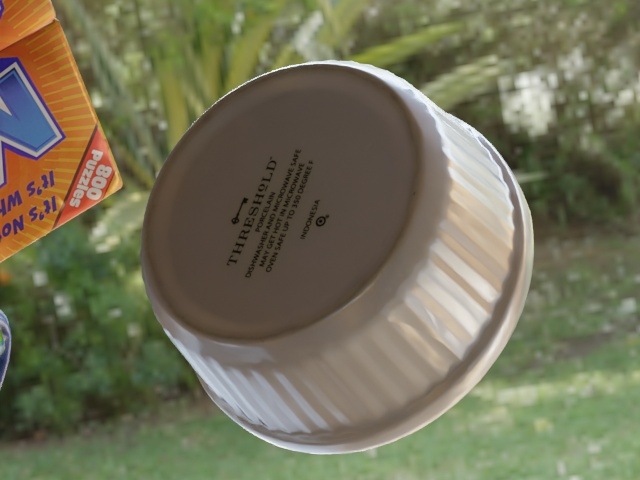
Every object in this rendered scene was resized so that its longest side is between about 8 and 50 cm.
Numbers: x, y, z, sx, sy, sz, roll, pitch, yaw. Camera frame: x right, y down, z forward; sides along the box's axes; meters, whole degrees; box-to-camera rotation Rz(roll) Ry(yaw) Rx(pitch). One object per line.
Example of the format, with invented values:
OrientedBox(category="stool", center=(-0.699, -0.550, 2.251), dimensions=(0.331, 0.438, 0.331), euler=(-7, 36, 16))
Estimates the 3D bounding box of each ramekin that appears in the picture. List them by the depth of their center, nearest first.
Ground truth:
OrientedBox(category="ramekin", center=(0.000, 0.000, 1.225), dimensions=(0.272, 0.273, 0.127), euler=(-7, -29, 26))

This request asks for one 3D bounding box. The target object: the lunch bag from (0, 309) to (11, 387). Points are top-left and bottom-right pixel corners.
OrientedBox(category="lunch bag", center=(-0.213, 0.083, 0.574), dimensions=(0.090, 0.176, 0.219), euler=(34, 21, 23))

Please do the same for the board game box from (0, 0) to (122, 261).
OrientedBox(category="board game box", center=(-0.452, -0.157, 1.533), dimensions=(0.356, 0.356, 0.356), euler=(-33, 39, -20))
